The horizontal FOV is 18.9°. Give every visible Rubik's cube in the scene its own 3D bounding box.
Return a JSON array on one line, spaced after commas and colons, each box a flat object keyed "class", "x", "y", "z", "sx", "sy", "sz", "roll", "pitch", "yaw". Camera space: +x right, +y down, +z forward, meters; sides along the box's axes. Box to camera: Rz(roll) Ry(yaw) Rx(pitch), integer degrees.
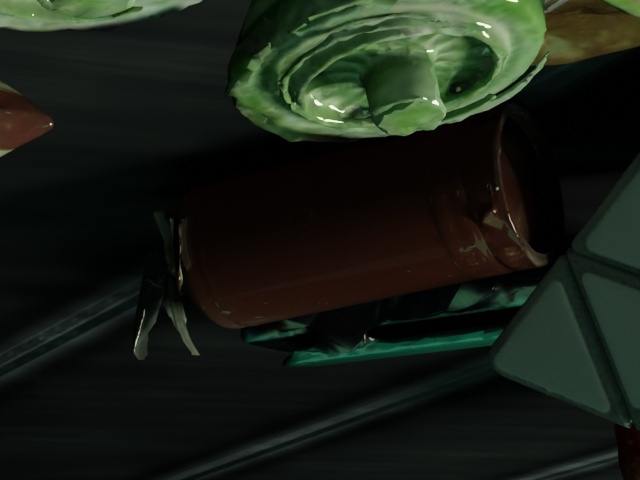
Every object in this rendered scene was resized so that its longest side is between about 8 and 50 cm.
[{"class": "Rubik's cube", "x": 0.256, "y": 0.012, "z": 1.018, "sx": 0.229, "sy": 0.233, "sz": 0.228, "roll": 22, "pitch": 180, "yaw": -10}]

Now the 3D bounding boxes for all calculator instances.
[{"class": "calculator", "x": 0.105, "y": 0.041, "z": 1.259, "sx": 0.274, "sy": 0.058, "sz": 0.248, "roll": -7, "pitch": 176, "yaw": 10}]

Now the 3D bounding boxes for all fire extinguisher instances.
[{"class": "fire extinguisher", "x": 0.000, "y": 0.000, "z": 1.104, "sx": 0.269, "sy": 0.104, "sz": 0.105, "roll": -13, "pitch": 160, "yaw": 27}]

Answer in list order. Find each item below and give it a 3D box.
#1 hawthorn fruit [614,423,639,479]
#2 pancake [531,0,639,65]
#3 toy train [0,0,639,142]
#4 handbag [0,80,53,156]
[{"class": "hawthorn fruit", "x": 0.319, "y": 0.143, "z": 1.513, "sx": 0.173, "sy": 0.173, "sz": 0.173, "roll": -3, "pitch": 162, "yaw": -1}, {"class": "pancake", "x": 0.111, "y": -0.125, "z": 0.832, "sx": 0.222, "sy": 0.042, "sz": 0.236, "roll": -3, "pitch": 165, "yaw": -20}, {"class": "toy train", "x": 0.020, "y": -0.152, "z": 0.537, "sx": 0.249, "sy": 0.173, "sz": 0.307, "roll": -26, "pitch": 152, "yaw": 36}, {"class": "handbag", "x": -0.267, "y": -0.048, "z": 0.871, "sx": 0.213, "sy": 0.127, "sz": 0.235, "roll": 8, "pitch": 162, "yaw": -36}]
